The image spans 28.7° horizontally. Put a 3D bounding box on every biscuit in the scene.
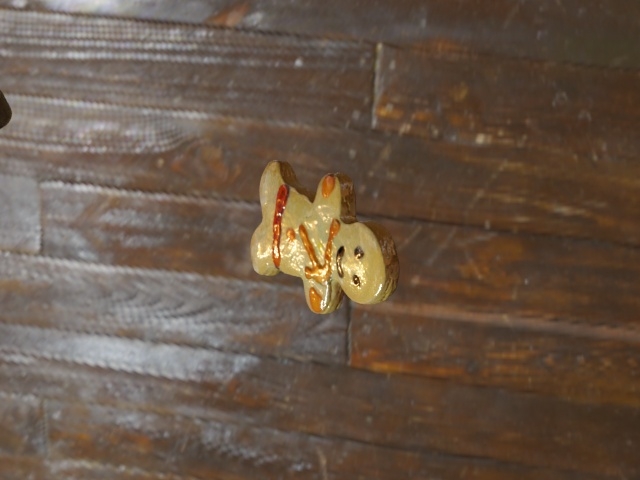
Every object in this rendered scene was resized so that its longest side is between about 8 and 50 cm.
[{"bbox_3d":[0.000,0.000,1.313,0.030,0.234,0.153,-8,115,-35],"label":"biscuit"}]

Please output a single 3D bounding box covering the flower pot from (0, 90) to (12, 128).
[{"bbox_3d":[-0.532,-0.068,1.393,0.254,0.164,0.368,28,74,9],"label":"flower pot"}]
